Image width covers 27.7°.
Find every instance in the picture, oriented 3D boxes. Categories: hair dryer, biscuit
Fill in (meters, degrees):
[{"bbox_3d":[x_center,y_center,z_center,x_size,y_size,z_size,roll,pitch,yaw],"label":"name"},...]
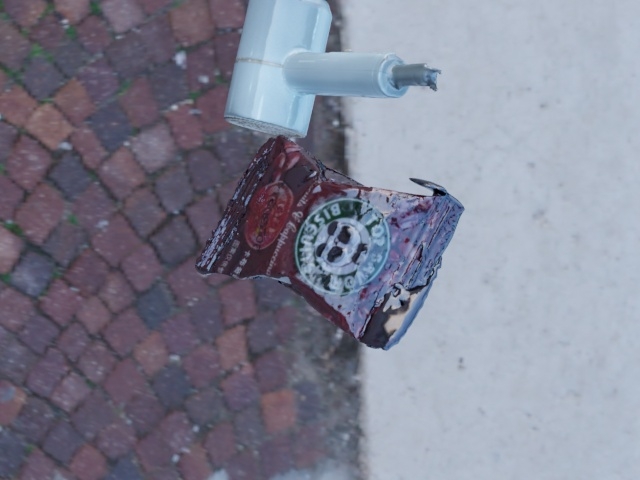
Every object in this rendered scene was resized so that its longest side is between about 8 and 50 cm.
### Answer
[{"bbox_3d":[0.026,-0.204,1.505,0.107,0.357,0.173,11,90,-39],"label":"hair dryer"},{"bbox_3d":[0.002,-0.006,1.142,0.151,0.235,0.063,-64,149,-7],"label":"biscuit"}]
